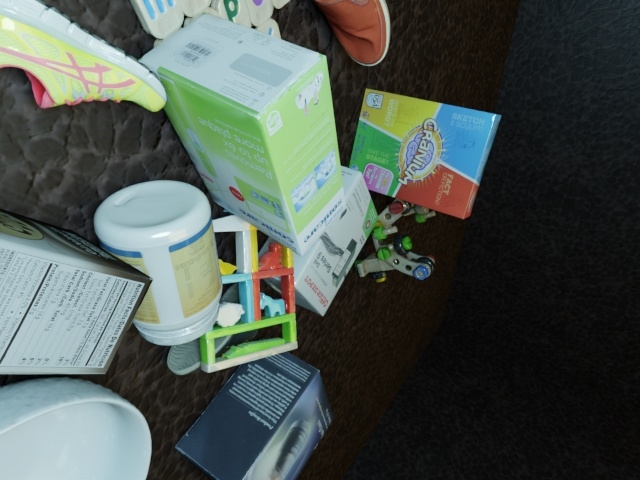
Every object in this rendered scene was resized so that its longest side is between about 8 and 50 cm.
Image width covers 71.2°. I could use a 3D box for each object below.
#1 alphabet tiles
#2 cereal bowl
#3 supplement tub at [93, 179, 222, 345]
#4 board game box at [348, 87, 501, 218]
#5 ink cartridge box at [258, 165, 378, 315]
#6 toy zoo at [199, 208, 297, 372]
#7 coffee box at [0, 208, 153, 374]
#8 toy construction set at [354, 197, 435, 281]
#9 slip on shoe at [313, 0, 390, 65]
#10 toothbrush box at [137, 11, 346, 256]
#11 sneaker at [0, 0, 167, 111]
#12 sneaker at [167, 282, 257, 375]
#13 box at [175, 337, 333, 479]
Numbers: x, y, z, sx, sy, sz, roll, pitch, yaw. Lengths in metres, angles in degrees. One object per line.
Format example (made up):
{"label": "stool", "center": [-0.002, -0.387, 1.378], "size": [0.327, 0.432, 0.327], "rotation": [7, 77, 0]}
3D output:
{"label": "alphabet tiles", "center": [-0.136, -0.348, 0.625], "size": [0.284, 0.021, 0.278], "rotation": [-53, 150, -27]}
{"label": "cereal bowl", "center": [-0.382, 0.310, 0.523], "size": [0.339, 0.141, 0.338], "rotation": [-42, 143, -42]}
{"label": "supplement tub", "center": [-0.215, 0.033, 0.622], "size": [0.144, 0.144, 0.199], "rotation": [-40, 142, -43]}
{"label": "board game box", "center": [0.233, -0.214, 1.073], "size": [0.064, 0.317, 0.242], "rotation": [-20, 126, -56]}
{"label": "ink cartridge box", "center": [0.000, 0.000, 1.016], "size": [0.289, 0.122, 0.211], "rotation": [-60, 151, -15]}
{"label": "toy zoo", "center": [-0.129, 0.067, 0.800], "size": [0.192, 0.030, 0.293], "rotation": [-4, 92, -42]}
{"label": "coffee box", "center": [-0.327, 0.027, 0.390], "size": [0.118, 0.168, 0.297], "rotation": [-66, 154, -5]}
{"label": "toy construction set", "center": [0.204, -0.016, 1.362], "size": [0.257, 0.237, 0.308], "rotation": [52, 40, -27]}
{"label": "slip on shoe", "center": [0.029, -0.422, 0.758], "size": [0.331, 0.123, 0.101], "rotation": [50, 56, -54]}
{"label": "toothbrush box", "center": [-0.088, -0.135, 0.628], "size": [0.122, 0.206, 0.283], "rotation": [-49, 154, -20]}
{"label": "sneaker", "center": [-0.260, -0.177, 0.473], "size": [0.208, 0.081, 0.094], "rotation": [19, 100, -57]}
{"label": "sneaker", "center": [-0.187, 0.189, 0.857], "size": [0.222, 0.083, 0.118], "rotation": [-45, 149, -34]}
{"label": "box", "center": [-0.129, 0.448, 1.048], "size": [0.294, 0.183, 0.296], "rotation": [-50, 148, -29]}
